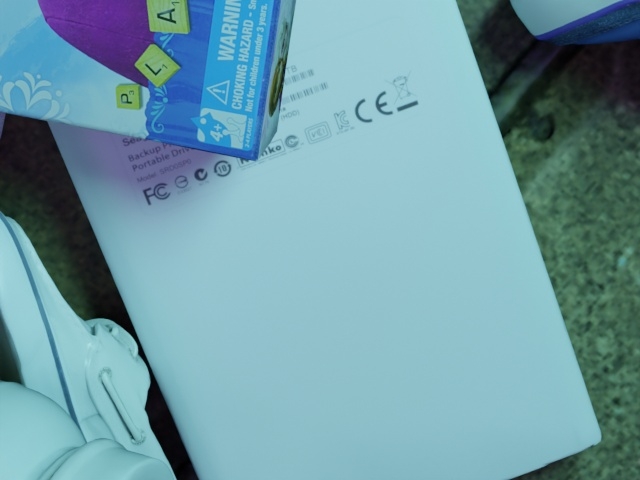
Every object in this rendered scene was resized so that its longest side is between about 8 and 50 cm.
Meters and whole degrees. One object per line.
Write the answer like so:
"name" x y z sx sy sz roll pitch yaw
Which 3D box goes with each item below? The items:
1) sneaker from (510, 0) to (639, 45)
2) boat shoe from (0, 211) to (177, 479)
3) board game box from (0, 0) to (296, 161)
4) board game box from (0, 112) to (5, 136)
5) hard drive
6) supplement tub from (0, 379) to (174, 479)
"sneaker" 0.286 -0.095 1.041 0.323 0.130 0.236 -19 106 22
"boat shoe" -0.140 0.085 1.124 0.084 0.095 0.258 -31 118 -27
"board game box" -0.157 -0.223 0.972 0.318 0.066 0.319 10 109 5
"board game box" -0.223 -0.057 1.090 0.090 0.020 0.090 11 108 -11
"hard drive" 0.000 0.000 1.124 0.233 0.047 0.353 -21 110 0
"supplement tub" -0.252 0.165 1.006 0.316 0.228 0.228 13 109 13
